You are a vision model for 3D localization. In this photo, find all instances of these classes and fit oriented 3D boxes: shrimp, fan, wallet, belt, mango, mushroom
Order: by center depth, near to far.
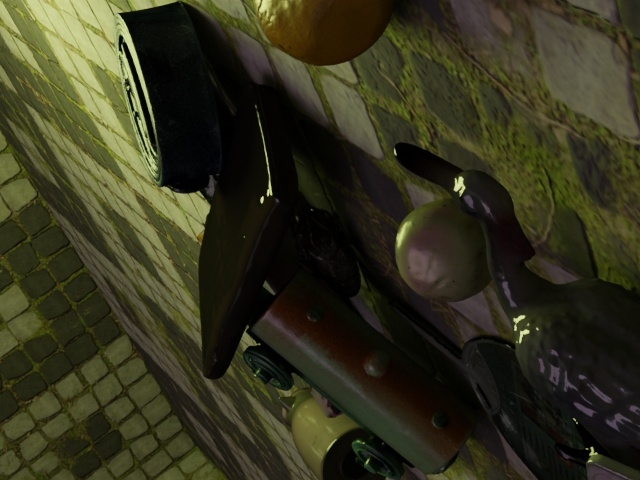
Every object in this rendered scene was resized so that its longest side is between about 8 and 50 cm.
[{"bbox_3d":[0.005,-0.172,0.878,0.098,0.075,0.190,48,158,-2],"label":"mango"},{"bbox_3d":[0.100,0.007,1.000,0.083,0.067,0.084,14,123,23],"label":"mushroom"},{"bbox_3d":[0.175,0.140,1.168,0.294,0.012,0.223,50,164,10],"label":"fan"},{"bbox_3d":[-0.079,-0.005,1.273,0.310,0.042,0.165,112,157,-49],"label":"wallet"},{"bbox_3d":[0.000,0.000,1.288,0.165,0.056,0.065,61,172,-35],"label":"shrimp"},{"bbox_3d":[-0.150,-0.144,1.288,0.141,0.082,0.190,118,136,-68],"label":"belt"}]

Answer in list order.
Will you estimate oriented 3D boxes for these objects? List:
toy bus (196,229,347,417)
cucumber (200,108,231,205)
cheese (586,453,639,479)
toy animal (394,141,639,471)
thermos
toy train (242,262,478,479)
[{"bbox_3d":[-0.028,0.076,1.482,0.274,0.090,0.112,53,159,-3],"label":"toy bus"},{"bbox_3d":[-0.143,-0.128,1.402,0.241,0.074,0.074,53,165,6],"label":"cucumber"},{"bbox_3d":[0.279,0.194,0.792,0.255,0.050,0.127,22,146,33],"label":"cheese"},{"bbox_3d":[0.174,0.071,0.863,0.324,0.090,0.195,54,159,-19],"label":"toy animal"},{"bbox_3d":[0.022,0.273,1.765,0.137,0.105,0.193,26,-176,-30],"label":"thermos"},{"bbox_3d":[0.037,0.140,1.327,0.285,0.116,0.177,41,159,-1],"label":"toy train"}]
